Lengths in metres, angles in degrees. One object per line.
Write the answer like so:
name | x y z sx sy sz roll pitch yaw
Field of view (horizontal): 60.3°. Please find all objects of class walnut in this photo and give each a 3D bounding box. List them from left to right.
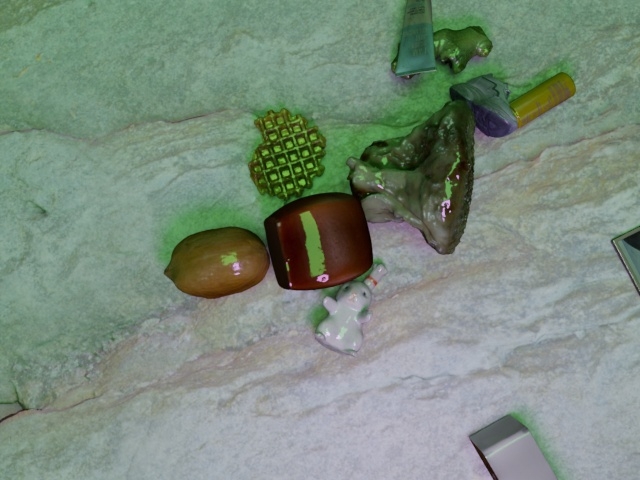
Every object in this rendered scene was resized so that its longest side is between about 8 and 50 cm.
walnut | -0.286 0.057 1.503 0.298 0.203 0.203 -7 87 6

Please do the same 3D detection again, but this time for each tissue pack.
tissue pack | 0.531 0.616 1.466 0.136 0.159 0.246 -31 86 -2

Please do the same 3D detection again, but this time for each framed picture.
framed picture | 0.932 0.057 1.552 0.150 0.015 0.203 -26 87 0

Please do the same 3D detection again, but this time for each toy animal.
toy animal | 0.081 0.176 1.512 0.141 0.138 0.282 21 87 7

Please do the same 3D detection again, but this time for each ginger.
ginger | 0.342 -0.533 1.564 0.290 0.089 0.137 -6 88 1

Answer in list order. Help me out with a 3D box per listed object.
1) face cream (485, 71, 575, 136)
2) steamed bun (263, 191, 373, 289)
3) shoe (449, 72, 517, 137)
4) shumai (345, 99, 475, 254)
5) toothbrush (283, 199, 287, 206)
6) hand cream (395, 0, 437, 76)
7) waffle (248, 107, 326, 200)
face cream | 0.579 -0.372 1.554 0.273 0.078 0.078 -31 87 1
steamed bun | 0.000 0.000 1.408 0.248 0.379 0.235 -14 91 -10
shoe | 0.474 -0.379 1.513 0.138 0.095 0.245 -31 49 -5
shumai | 0.239 -0.171 1.458 0.324 0.324 0.397 6 92 20
toothbrush | -0.098 -0.039 1.589 0.011 0.014 0.167 -3 87 -2
hand cream | 0.264 -0.580 1.520 0.111 0.070 0.312 -4 61 18
waffle | -0.109 -0.244 1.581 0.249 0.056 0.253 38 90 3
